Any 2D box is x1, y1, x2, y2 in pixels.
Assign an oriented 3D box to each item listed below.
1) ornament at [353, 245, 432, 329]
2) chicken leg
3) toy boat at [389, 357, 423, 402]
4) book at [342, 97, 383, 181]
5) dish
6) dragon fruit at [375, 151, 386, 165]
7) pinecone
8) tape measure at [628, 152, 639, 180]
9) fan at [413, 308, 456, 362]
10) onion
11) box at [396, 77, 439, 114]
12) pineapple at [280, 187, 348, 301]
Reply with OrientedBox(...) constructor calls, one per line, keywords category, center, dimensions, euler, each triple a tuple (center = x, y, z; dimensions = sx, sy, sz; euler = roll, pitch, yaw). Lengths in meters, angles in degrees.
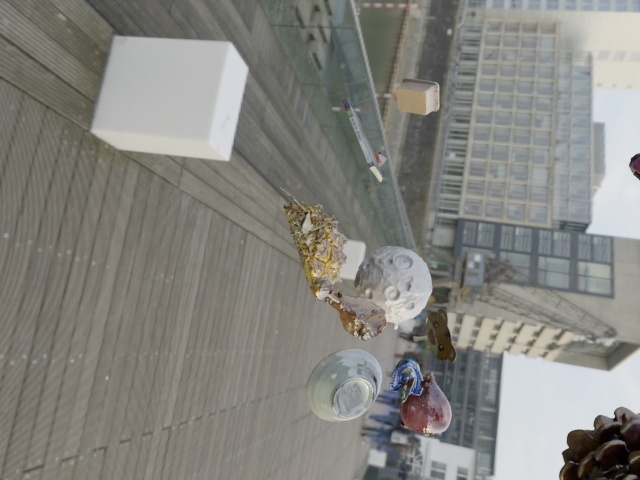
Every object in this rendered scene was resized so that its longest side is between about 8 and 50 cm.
OrientedBox(category="ornament", center=(0.318, 0.182, 2.284), dimensions=(0.337, 0.336, 0.337), euler=(8, 90, -76))
OrientedBox(category="chicken leg", center=(0.071, 0.172, 1.371), dimensions=(0.107, 0.251, 0.087), euler=(-51, -153, 0))
OrientedBox(category="toy boat", center=(0.228, 0.377, 1.391), dimensions=(0.175, 0.091, 0.110), euler=(86, 13, -45))
OrientedBox(category="book", center=(0.133, -0.301, 1.598), dimensions=(0.231, 0.026, 0.157), euler=(70, 13, 15))
OrientedBox(category="dish", center=(0.090, 0.474, 1.659), dimensions=(0.085, 0.260, 0.261), euler=(-138, -131, -65))
OrientedBox(category="dragon fruit", center=(0.217, -0.315, 2.067), dimensions=(0.056, 0.060, 0.083), euler=(-51, 172, 34))
OrientedBox(category="pinecone", center=(0.720, 0.568, 1.116), dimensions=(0.384, 0.384, 0.385), euler=(8, 90, -76))
OrientedBox(category="tape measure", center=(1.006, -0.209, 1.624), dimensions=(0.125, 0.074, 0.118), euler=(22, 31, -44))
OrientedBox(category="fan", center=(0.328, 0.286, 1.557), dimensions=(0.226, 0.008, 0.153), euler=(141, -60, -68))
OrientedBox(category="onion", center=(0.334, 0.510, 1.664), dimensions=(0.159, 0.159, 0.195), euler=(28, 69, -76))
OrientedBox(category="box", center=(0.280, -0.418, 1.548), dimensions=(0.062, 0.122, 0.089), euler=(-39, 135, -34))
OrientedBox(category="pineapple", center=(0.000, 0.000, 1.544), dimensions=(0.158, 0.161, 0.335), euler=(75, -1, -83))
